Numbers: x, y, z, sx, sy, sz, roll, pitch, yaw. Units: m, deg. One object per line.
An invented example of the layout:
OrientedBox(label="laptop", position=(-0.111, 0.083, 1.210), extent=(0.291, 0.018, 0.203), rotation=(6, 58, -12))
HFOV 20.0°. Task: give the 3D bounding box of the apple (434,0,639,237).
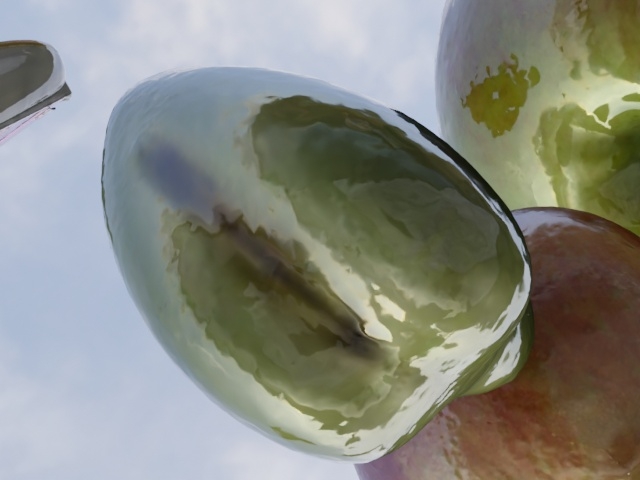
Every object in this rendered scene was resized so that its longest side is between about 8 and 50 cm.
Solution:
OrientedBox(label="apple", position=(0.231, -0.115, 1.223), extent=(0.338, 0.338, 0.305), rotation=(41, -140, -11))

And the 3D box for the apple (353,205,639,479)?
OrientedBox(label="apple", position=(0.094, 0.077, 0.866), extent=(0.160, 0.195, 0.173), rotation=(7, -138, -27))

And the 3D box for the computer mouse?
OrientedBox(label="computer mouse", position=(-0.284, -0.063, 1.215), extent=(0.072, 0.158, 0.310), rotation=(56, -150, -5))

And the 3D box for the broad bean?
OrientedBox(label="broad bean", position=(0.000, 0.000, 0.710), extent=(0.189, 0.263, 0.121), rotation=(34, -84, 1))
